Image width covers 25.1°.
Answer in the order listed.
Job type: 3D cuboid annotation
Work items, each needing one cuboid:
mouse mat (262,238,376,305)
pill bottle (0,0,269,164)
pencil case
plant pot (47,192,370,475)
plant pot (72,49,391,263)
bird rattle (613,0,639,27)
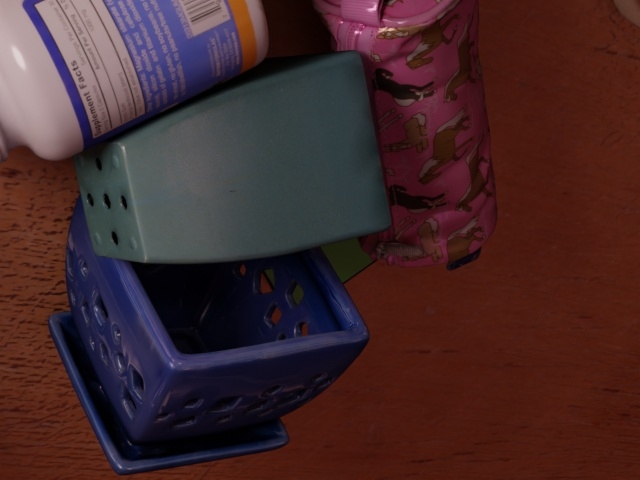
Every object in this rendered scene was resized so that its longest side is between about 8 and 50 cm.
[{"bbox_3d":[0.000,0.000,1.617,0.152,0.007,0.190,-35,144,-6],"label":"mouse mat"},{"bbox_3d":[-0.192,-0.158,1.175,0.272,0.152,0.152,-28,141,-14],"label":"pill bottle"},{"bbox_3d":[0.090,-0.135,1.432,0.160,0.167,0.386,-11,139,0],"label":"pencil case"},{"bbox_3d":[-0.127,0.092,1.427,0.236,0.236,0.212,-5,137,-37],"label":"plant pot"},{"bbox_3d":[-0.090,-0.064,1.286,0.234,0.165,0.165,-17,103,-31],"label":"plant pot"},{"bbox_3d":[0.403,-0.288,1.550,0.253,0.143,0.207,7,150,-22],"label":"bird rattle"}]
